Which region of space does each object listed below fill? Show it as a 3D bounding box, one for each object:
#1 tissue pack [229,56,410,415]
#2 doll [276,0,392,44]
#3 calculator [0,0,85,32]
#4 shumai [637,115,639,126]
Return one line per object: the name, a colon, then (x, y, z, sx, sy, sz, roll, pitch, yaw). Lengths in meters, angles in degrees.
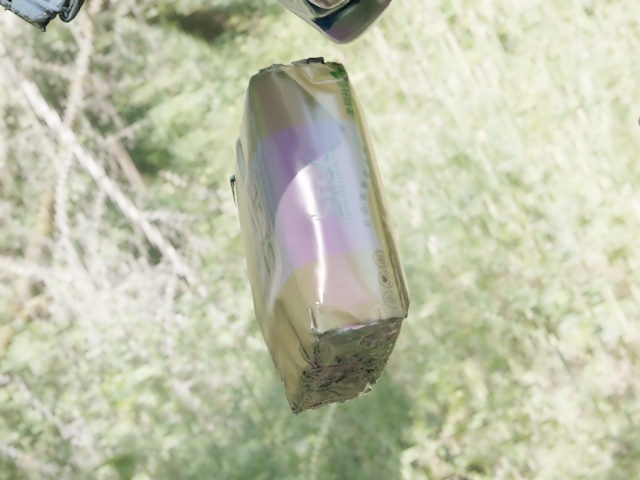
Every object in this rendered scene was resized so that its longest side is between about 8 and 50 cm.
tissue pack: (0.000, 0.000, 1.393, 0.123, 0.257, 0.215, -11, -24, -12)
doll: (0.030, -0.357, 1.362, 0.310, 0.240, 0.284, -56, 3, -2)
calculator: (-0.234, -0.270, 1.254, 0.274, 0.028, 0.166, 35, 98, 50)
shumai: (0.314, -0.080, 1.250, 0.123, 0.105, 0.139, -13, 32, 24)
